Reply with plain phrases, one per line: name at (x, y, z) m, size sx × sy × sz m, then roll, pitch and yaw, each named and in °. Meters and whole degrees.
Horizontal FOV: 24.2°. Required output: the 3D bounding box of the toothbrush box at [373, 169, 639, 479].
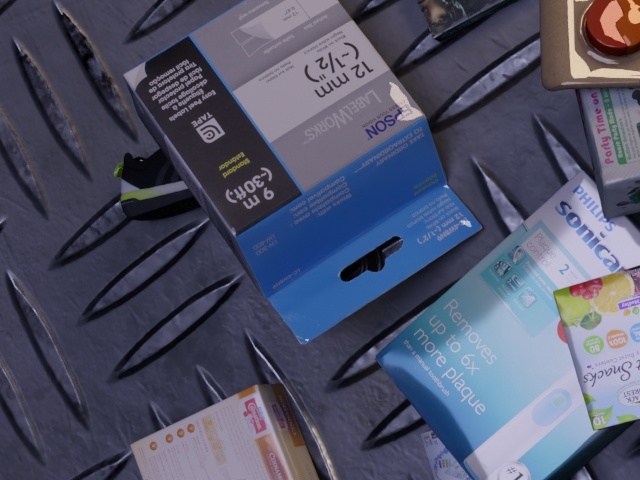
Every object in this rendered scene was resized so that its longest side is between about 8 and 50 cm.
toothbrush box at (0.243, 0.108, 1.545) m, size 0.295 × 0.126 × 0.216 m, roll -42°, pitch 71°, yaw 11°

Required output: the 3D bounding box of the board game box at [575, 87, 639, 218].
board game box at (0.401, -0.167, 1.451) m, size 0.303 × 0.097 × 0.224 m, roll -11°, pitch 68°, yaw 7°

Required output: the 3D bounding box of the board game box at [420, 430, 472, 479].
board game box at (0.165, 0.242, 1.641) m, size 0.090 × 0.020 × 0.090 m, roll -21°, pitch 76°, yaw 22°

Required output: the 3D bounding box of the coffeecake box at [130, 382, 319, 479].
coffeecake box at (-0.109, 0.266, 1.740) m, size 0.185 × 0.068 × 0.142 m, roll -27°, pitch 76°, yaw 21°

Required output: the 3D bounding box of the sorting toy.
sorting toy at (0.324, -0.291, 1.440) m, size 0.229 × 0.041 × 0.307 m, roll -2°, pitch 70°, yaw 12°

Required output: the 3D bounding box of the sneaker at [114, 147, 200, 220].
sneaker at (-0.148, -0.093, 1.770) m, size 0.235 × 0.084 × 0.097 m, roll -14°, pitch 79°, yaw 23°

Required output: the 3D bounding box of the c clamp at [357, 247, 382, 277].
c clamp at (0.000, 0.000, 1.733) m, size 0.137 × 0.022 × 0.160 m, roll -25°, pitch 76°, yaw 16°

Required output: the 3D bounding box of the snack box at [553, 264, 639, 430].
snack box at (0.293, 0.102, 1.439) m, size 0.100 × 0.037 × 0.141 m, roll -18°, pitch 79°, yaw 18°

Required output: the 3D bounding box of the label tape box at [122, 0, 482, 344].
label tape box at (-0.018, -0.099, 1.642) m, size 0.249 × 0.115 × 0.347 m, roll -33°, pitch 70°, yaw -9°

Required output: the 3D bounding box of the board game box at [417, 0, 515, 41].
board game box at (0.185, -0.318, 1.660) m, size 0.186 × 0.026 × 0.126 m, roll -27°, pitch 76°, yaw 21°
